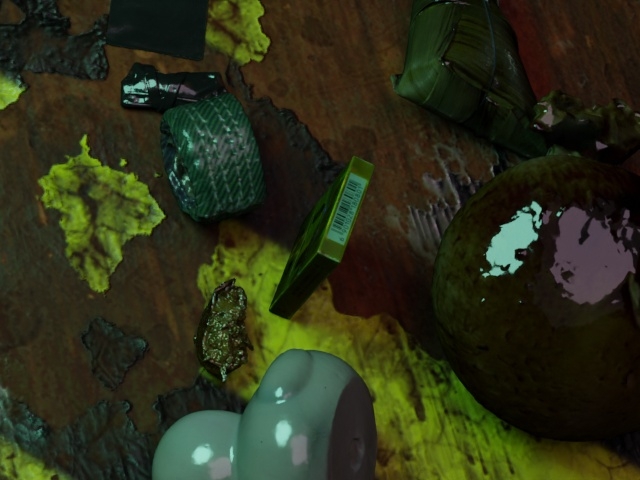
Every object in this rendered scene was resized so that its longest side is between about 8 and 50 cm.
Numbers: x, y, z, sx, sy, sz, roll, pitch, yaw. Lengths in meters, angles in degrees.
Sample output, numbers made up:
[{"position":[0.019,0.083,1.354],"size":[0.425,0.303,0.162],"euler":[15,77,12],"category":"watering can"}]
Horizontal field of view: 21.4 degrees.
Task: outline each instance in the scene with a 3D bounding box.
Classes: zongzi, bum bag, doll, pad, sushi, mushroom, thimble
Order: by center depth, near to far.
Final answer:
[{"position":[-0.060,0.222,1.741],"size":[0.221,0.221,0.251],"euler":[32,42,-2],"category":"doll"},{"position":[-0.104,0.099,1.826],"size":[0.061,0.060,0.118],"euler":[-3,71,-22],"category":"sushi"},{"position":[0.265,0.031,1.865],"size":[0.331,0.334,0.356],"euler":[8,26,-38],"category":"mushroom"},{"position":[-0.119,-0.088,1.866],"size":[0.090,0.118,0.135],"euler":[-17,90,-16],"category":"thimble"},{"position":[-0.165,-0.171,1.930],"size":[0.124,0.034,0.058],"euler":[5,82,-14],"category":"bum bag"},{"position":[-0.187,-0.305,1.993],"size":[0.116,0.004,0.193],"euler":[8,67,-13],"category":"pad"},{"position":[0.209,-0.219,2.031],"size":[0.242,0.112,0.221],"euler":[27,53,-26],"category":"zongzi"}]

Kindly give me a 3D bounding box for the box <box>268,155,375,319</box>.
[{"position":[0.000,0.000,1.821],"size":[0.030,0.193,0.121],"euler":[25,64,-8],"category":"box"}]
